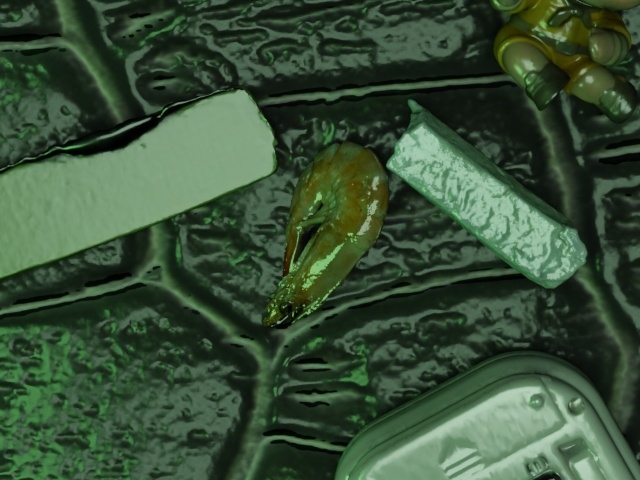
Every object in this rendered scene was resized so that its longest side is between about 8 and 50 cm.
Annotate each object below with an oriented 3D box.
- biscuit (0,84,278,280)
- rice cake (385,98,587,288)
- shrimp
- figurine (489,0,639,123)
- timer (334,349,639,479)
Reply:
[{"bbox_3d":[-0.193,-0.048,1.414,0.322,0.038,0.099,-21,100,6],"label":"biscuit"},{"bbox_3d":[0.141,-0.035,1.379,0.206,0.069,0.063,37,99,-4],"label":"rice cake"},{"bbox_3d":[0.000,0.000,1.404,0.101,0.042,0.190,44,114,34],"label":"shrimp"},{"bbox_3d":[0.229,-0.236,1.299,0.192,0.167,0.257,23,122,-13],"label":"figurine"},{"bbox_3d":[0.155,0.236,1.409,0.262,0.087,0.237,-30,96,8],"label":"timer"}]
